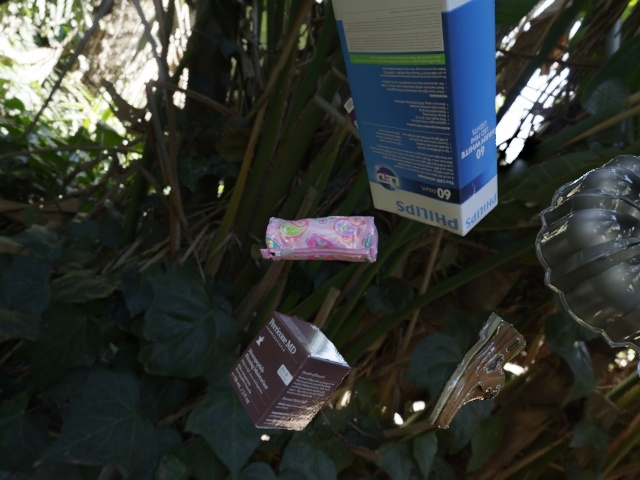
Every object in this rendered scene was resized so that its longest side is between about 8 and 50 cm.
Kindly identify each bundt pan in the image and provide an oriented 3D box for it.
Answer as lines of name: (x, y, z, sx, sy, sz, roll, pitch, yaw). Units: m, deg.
bundt pan: (0.516, 0.004, 0.666, 0.331, 0.330, 0.124, 32, -16, 16)

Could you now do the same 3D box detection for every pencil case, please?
pencil case: (0.000, 0.000, 1.096, 0.284, 0.124, 0.124, 0, 1, 9)

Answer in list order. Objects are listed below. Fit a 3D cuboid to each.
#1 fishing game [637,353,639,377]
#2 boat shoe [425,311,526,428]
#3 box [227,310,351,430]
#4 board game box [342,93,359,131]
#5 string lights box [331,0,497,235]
fishing game: (0.614, 0.229, 0.720, 0.189, 0.041, 0.264, 24, 46, 10)
boat shoe: (0.343, 0.287, 0.941, 0.104, 0.307, 0.110, 36, -28, 18)
box: (-0.076, 0.311, 1.046, 0.167, 0.203, 0.168, 30, 9, -45)
board game box: (0.198, -0.329, 0.998, 0.208, 0.056, 0.347, 63, -33, 6)
string lights box: (0.105, -0.142, 0.463, 0.133, 0.077, 0.259, 24, -39, 43)
